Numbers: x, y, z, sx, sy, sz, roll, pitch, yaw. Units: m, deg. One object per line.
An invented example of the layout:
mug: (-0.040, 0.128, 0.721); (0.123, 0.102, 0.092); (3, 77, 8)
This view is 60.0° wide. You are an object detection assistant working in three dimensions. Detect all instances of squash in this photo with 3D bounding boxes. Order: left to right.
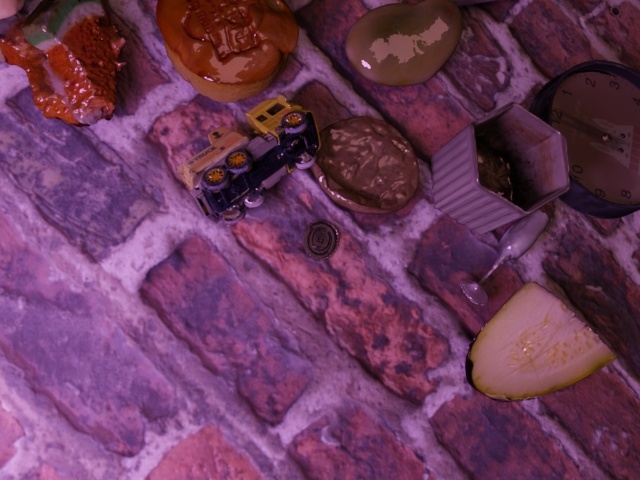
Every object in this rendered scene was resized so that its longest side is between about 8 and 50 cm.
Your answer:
squash: (0.420, 0.234, 1.106); (0.237, 0.204, 0.155); (44, 48, -3)

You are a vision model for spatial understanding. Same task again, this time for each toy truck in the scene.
toy truck: (-0.142, -0.163, 1.059); (0.272, 0.124, 0.157); (-39, 57, -16)

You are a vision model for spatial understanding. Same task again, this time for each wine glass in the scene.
wine glass: (0.404, 0.024, 1.193); (0.262, 0.074, 0.074); (-43, 91, -20)

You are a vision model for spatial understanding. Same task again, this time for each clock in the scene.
clock: (0.000, 0.000, 1.120); (0.074, 0.010, 0.083); (16, 74, -11)
clock: (0.680, -0.244, 1.315); (0.386, 0.076, 0.386); (3, 77, -14)

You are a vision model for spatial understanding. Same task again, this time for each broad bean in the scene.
broad bean: (0.183, -0.431, 1.220); (0.263, 0.121, 0.189); (-16, 87, -2)

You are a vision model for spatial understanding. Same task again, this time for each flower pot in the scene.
flower pot: (0.365, -0.143, 1.153); (0.239, 0.189, 0.209); (31, 72, -8)

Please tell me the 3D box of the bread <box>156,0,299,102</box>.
bread: (-0.182, -0.406, 1.088); (0.270, 0.148, 0.269); (4, 74, -13)

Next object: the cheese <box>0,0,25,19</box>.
cheese: (-0.611, -0.569, 0.996); (0.384, 0.104, 0.383); (2, 56, -3)

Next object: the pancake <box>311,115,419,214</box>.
pancake: (0.093, -0.160, 1.161); (0.242, 0.050, 0.241); (5, 69, -13)

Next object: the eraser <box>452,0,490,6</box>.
eraser: (0.380, -0.652, 1.303); (0.270, 0.095, 0.174); (-19, 90, -24)

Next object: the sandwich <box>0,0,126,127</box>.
sandwich: (-0.465, -0.343, 0.996); (0.250, 0.162, 0.301); (-26, 83, -14)
